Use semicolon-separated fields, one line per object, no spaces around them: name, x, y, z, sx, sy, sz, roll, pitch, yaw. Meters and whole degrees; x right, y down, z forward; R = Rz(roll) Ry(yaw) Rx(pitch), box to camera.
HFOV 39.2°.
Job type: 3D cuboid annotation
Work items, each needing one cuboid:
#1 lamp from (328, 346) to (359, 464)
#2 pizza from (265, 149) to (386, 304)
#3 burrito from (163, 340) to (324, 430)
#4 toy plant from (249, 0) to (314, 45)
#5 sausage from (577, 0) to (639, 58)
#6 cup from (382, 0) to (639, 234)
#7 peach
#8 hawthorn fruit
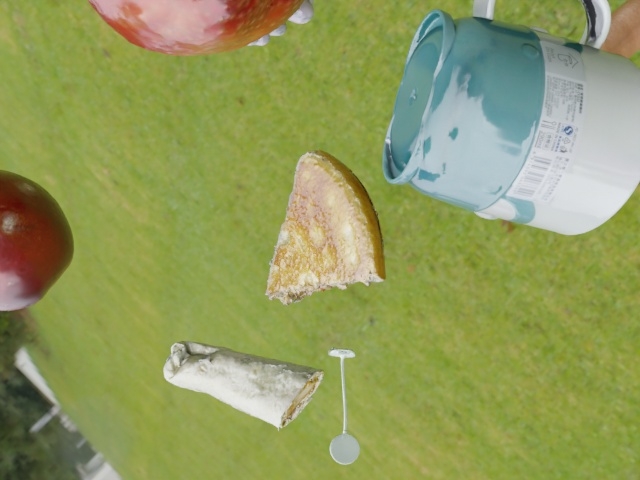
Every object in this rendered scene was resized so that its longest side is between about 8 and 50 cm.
lamp;0.038;0.279;1.531;0.050;0.198;0.056;2;167;-8
pizza;0.000;0.000;1.077;0.193;0.053;0.201;-41;57;36
burrito;-0.103;0.179;1.148;0.226;0.087;0.060;12;172;30
toy plant;-0.129;-0.353;1.253;0.232;0.243;0.112;32;131;11
sausage;0.544;-0.373;1.605;0.094;0.419;0.094;37;152;26
cup;0.229;-0.164;1.030;0.257;0.290;0.219;12;-172;-17
peach;-0.497;-0.013;1.384;0.243;0.199;0.243;58;-169;-18
hawthorn fruit;-0.171;-0.345;1.058;0.330;0.287;0.287;-8;127;52
